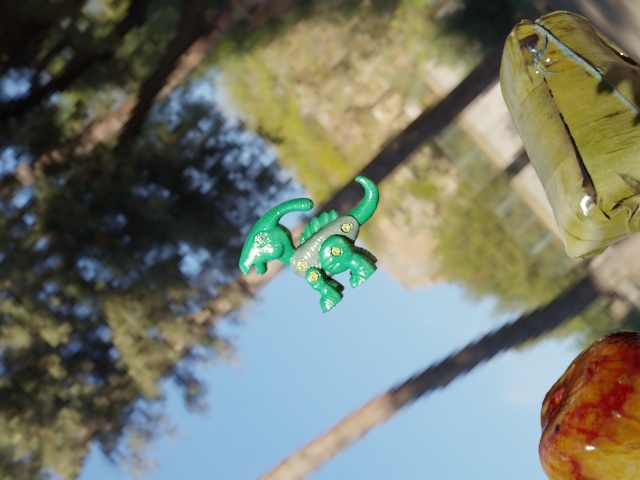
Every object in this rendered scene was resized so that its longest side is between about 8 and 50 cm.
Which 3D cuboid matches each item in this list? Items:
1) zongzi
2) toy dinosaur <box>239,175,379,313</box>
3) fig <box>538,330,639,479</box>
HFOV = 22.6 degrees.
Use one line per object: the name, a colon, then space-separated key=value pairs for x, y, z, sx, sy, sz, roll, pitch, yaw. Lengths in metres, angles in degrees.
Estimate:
zongzi: x=0.427 y=-0.167 z=2.008 sx=0.160 sy=0.360 sz=0.323 roll=88 pitch=167 yaw=-63
toy dinosaur: x=0.000 y=0.000 z=1.335 sx=0.096 sy=0.132 sz=0.059 roll=46 pitch=-172 yaw=-7
fig: x=0.355 y=0.224 z=1.699 sx=0.290 sy=0.190 sz=0.190 roll=40 pitch=-167 yaw=-28
